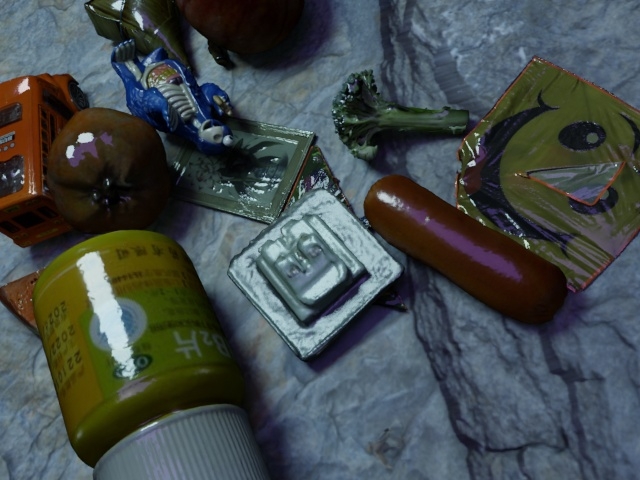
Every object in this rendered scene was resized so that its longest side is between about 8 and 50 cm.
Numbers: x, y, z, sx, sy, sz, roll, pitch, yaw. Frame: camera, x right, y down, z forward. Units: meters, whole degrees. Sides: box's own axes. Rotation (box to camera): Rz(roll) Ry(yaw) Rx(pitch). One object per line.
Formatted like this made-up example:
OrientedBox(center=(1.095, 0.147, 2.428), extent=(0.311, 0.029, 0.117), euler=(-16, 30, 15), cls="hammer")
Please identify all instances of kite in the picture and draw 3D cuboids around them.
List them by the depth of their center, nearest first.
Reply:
OrientedBox(center=(0.350, -0.106, 0.934), extent=(0.328, 0.013, 0.377), euler=(-5, 66, 16), cls="kite")
OrientedBox(center=(0.000, 0.000, 1.001), extent=(0.234, 0.016, 0.321), euler=(-29, 60, 5), cls="kite")

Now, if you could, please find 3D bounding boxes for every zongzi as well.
OrientedBox(center=(-0.281, -0.439, 1.248), extent=(0.242, 0.112, 0.221), euler=(27, 74, 16), cls="zongzi")

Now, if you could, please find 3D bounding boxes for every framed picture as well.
OrientedBox(center=(-0.139, -0.124, 1.103), extent=(0.231, 0.010, 0.173), euler=(14, 71, 23), cls="framed picture")

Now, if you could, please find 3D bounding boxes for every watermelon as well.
OrientedBox(center=(-0.474, 0.088, 1.067), extent=(0.135, 0.094, 0.125), euler=(-3, 73, 21), cls="watermelon")

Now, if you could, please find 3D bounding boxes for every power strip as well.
OrientedBox(center=(-0.018, 0.032, 0.945), extent=(0.198, 0.064, 0.213), euler=(-44, 61, -2), cls="power strip")

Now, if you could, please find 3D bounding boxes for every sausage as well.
OrientedBox(center=(0.182, 0.007, 0.892), extent=(0.300, 0.083, 0.089), euler=(33, 75, 24), cls="sausage")

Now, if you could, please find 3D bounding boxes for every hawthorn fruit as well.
OrientedBox(center=(-0.335, -0.123, 1.079), extent=(0.199, 0.199, 0.251), euler=(-31, 31, 2), cls="hawthorn fruit")

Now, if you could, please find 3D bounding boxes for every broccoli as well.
OrientedBox(center=(0.118, -0.185, 1.010), extent=(0.204, 0.118, 0.122), euler=(9, 37, 5), cls="broccoli")

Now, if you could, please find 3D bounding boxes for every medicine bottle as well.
OrientedBox(center=(-0.213, 0.191, 0.857), extent=(0.224, 0.224, 0.384), euler=(-31, 60, 2), cls="medicine bottle")

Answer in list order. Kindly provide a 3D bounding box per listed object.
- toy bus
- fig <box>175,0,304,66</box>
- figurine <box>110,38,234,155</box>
OrientedBox(center=(-0.494, -0.165, 1.158), extent=(0.143, 0.153, 0.329), euler=(-19, 62, 11), cls="toy bus")
OrientedBox(center=(-0.142, -0.427, 1.135), extent=(0.214, 0.235, 0.235), euler=(-6, 57, 57), cls="fig")
OrientedBox(center=(-0.237, -0.219, 1.105), extent=(0.262, 0.164, 0.120), euler=(51, 127, 32), cls="figurine")
